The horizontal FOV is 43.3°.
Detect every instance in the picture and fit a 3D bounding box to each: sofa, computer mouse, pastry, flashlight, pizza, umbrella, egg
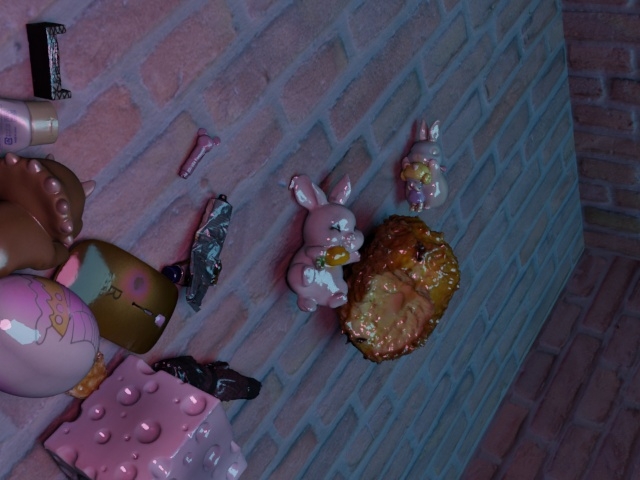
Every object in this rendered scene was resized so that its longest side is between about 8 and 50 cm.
[{"bbox_3d":[-0.432,-0.286,1.286,0.039,0.060,0.117,-22,120,-45],"label":"sofa"},{"bbox_3d":[-0.373,0.110,1.516,0.158,0.072,0.310,-63,145,-13],"label":"computer mouse"},{"bbox_3d":[0.198,0.107,2.113,0.337,0.293,0.405,-67,180,-59],"label":"pastry"},{"bbox_3d":[-0.247,-0.170,1.617,0.110,0.052,0.031,-58,178,-12],"label":"flashlight"},{"bbox_3d":[-0.435,0.266,1.530,0.100,0.029,0.099,-55,149,-23],"label":"pizza"},{"bbox_3d":[-0.238,0.306,1.762,0.326,0.090,0.094,23,81,-56],"label":"umbrella"},{"bbox_3d":[-0.465,0.146,1.280,0.196,0.196,0.271,-56,156,-25],"label":"egg"}]

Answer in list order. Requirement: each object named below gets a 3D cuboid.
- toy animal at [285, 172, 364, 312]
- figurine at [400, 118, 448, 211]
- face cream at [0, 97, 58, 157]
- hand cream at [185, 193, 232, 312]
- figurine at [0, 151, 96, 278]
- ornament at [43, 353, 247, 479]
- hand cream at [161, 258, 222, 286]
[{"bbox_3d":[0.006,0.004,1.941,0.209,0.154,0.325,-5,86,-32],"label":"toy animal"},{"bbox_3d":[0.289,-0.213,2.280,0.155,0.127,0.235,-25,118,-36],"label":"figurine"},{"bbox_3d":[-0.518,-0.174,1.224,0.224,0.070,0.114,-12,115,-39],"label":"face cream"},{"bbox_3d":[-0.227,0.021,1.656,0.075,0.052,0.247,36,60,-54],"label":"hand cream"},{"bbox_3d":[-0.463,-0.048,1.231,0.247,0.177,0.173,-5,124,-50],"label":"figurine"},{"bbox_3d":[-0.322,0.410,1.534,0.239,0.240,0.239,-49,144,-33],"label":"ornament"},{"bbox_3d":[-0.267,0.069,1.682,0.163,0.039,0.062,2,99,-61],"label":"hand cream"}]
